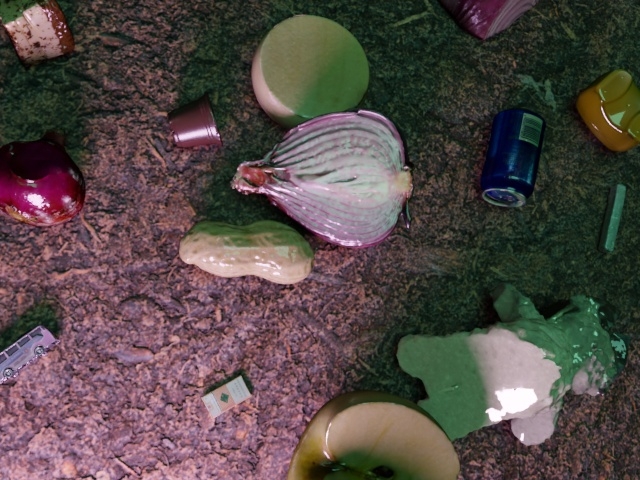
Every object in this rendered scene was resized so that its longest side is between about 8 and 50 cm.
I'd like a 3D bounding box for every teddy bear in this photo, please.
[{"bbox_3d":[0.414,0.247,1.240,0.362,0.375,0.327,-5,76,-57],"label":"teddy bear"}]

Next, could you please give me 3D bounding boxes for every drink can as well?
[{"bbox_3d":[0.421,-0.182,1.317,0.118,0.118,0.205,19,75,-9],"label":"drink can"}]

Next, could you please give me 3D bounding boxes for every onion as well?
[{"bbox_3d":[-0.508,-0.131,1.078,0.173,0.135,0.198,12,75,-14],"label":"onion"},{"bbox_3d":[0.010,-0.126,1.193,0.349,0.159,0.267,6,91,4],"label":"onion"},{"bbox_3d":[0.399,-0.624,1.406,0.250,0.111,0.247,-41,92,-15],"label":"onion"}]

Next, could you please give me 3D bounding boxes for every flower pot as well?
[{"bbox_3d":[-0.250,-0.229,1.180,0.089,0.111,0.111,-16,83,-5],"label":"flower pot"}]

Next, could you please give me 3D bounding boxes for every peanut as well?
[{"bbox_3d":[-0.137,0.015,1.151,0.257,0.123,0.123,9,77,-7],"label":"peanut"}]

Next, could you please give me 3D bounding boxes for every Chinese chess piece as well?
[{"bbox_3d":[-0.021,-0.343,1.255,0.251,0.097,0.250,3,78,-14],"label":"Chinese chess piece"}]

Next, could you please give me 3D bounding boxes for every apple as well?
[{"bbox_3d":[0.081,0.419,1.059,0.258,0.233,0.295,26,69,-23],"label":"apple"}]

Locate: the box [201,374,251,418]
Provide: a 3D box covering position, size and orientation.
[{"bbox_3d":[-0.178,0.296,1.135,0.083,0.012,0.046,-27,87,-18],"label":"box"}]

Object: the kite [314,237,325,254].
[{"bbox_3d":[0.006,0.001,1.242,0.044,0.002,0.078,8,76,-12],"label":"kite"}]

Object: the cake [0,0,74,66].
[{"bbox_3d":[-0.571,-0.472,1.131,0.112,0.135,0.246,-26,86,-16],"label":"cake"}]

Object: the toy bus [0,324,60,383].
[{"bbox_3d":[-0.530,0.202,1.059,0.131,0.037,0.052,-38,85,-16],"label":"toy bus"}]

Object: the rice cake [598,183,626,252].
[{"bbox_3d":[0.679,-0.052,1.395,0.029,0.033,0.170,19,76,-5],"label":"rice cake"}]

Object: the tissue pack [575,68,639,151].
[{"bbox_3d":[0.689,-0.299,1.402,0.123,0.127,0.178,-38,89,-10],"label":"tissue pack"}]
